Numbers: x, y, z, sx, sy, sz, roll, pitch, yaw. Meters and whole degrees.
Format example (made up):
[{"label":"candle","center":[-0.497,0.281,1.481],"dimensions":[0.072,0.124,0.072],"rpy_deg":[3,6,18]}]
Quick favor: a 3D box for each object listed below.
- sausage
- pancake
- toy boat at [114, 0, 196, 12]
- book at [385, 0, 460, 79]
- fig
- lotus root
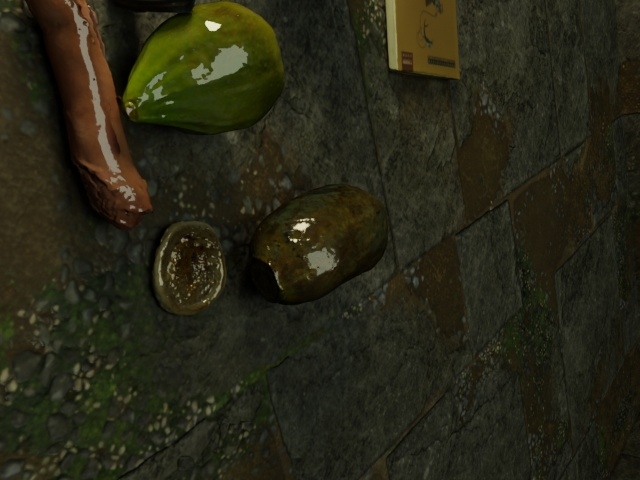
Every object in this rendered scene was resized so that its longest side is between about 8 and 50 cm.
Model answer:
[{"label":"sausage","center":[-0.269,-0.157,0.752],"dimensions":[0.078,0.078,0.304],"rpy_deg":[-27,108,-47]},{"label":"pancake","center":[-0.181,0.038,0.902],"dimensions":[0.139,0.022,0.139],"rpy_deg":[-3,94,-51]},{"label":"toy boat","center":[-0.200,-0.312,0.778],"dimensions":[0.059,0.140,0.066],"rpy_deg":[-36,133,-44]},{"label":"book","center":[0.214,-0.541,1.355],"dimensions":[0.269,0.032,0.388],"rpy_deg":[-12,99,-49]},{"label":"fig","center":[-0.160,-0.215,0.833],"dimensions":[0.234,0.167,0.167],"rpy_deg":[-21,108,-22]},{"label":"lotus root","center":[0.000,0.000,1.016],"dimensions":[0.275,0.160,0.152],"rpy_deg":[-37,129,-43]}]
